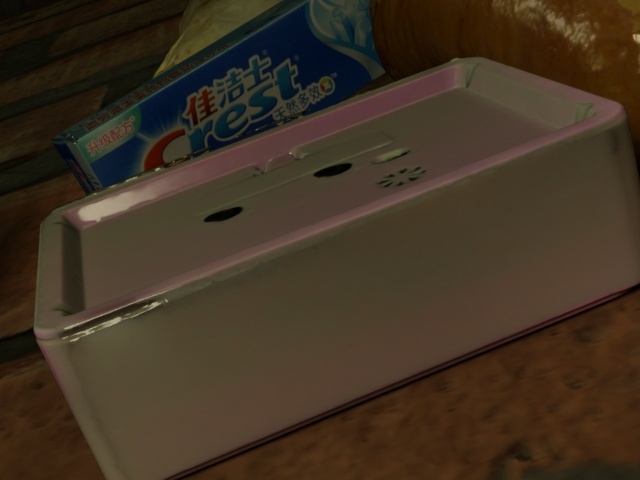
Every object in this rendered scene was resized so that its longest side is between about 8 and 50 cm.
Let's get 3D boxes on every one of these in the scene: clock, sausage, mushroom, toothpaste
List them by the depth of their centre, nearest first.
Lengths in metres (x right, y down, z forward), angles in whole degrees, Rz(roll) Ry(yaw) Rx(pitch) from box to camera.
[{"bbox_3d":[0.000,0.000,0.407,0.197,0.063,0.150,-21,20,-7],"label":"clock"},{"bbox_3d":[0.109,-0.101,0.522,0.109,0.109,0.270,-24,23,-12],"label":"sausage"},{"bbox_3d":[-0.020,-0.101,0.642,0.272,0.066,0.053,-35,20,-19],"label":"toothpaste"},{"bbox_3d":[-0.064,-0.145,0.819,0.123,0.095,0.351,-36,16,12],"label":"mushroom"}]
